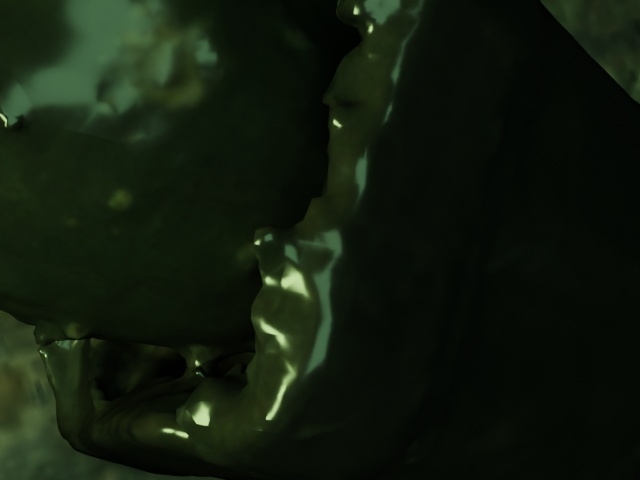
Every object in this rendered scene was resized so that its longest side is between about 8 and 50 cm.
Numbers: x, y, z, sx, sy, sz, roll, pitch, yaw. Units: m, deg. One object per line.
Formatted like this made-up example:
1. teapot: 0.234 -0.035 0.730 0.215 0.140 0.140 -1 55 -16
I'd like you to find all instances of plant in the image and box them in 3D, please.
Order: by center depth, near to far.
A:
1. plant: 0.000 0.000 0.471 0.256 0.164 0.142 28 75 -18
